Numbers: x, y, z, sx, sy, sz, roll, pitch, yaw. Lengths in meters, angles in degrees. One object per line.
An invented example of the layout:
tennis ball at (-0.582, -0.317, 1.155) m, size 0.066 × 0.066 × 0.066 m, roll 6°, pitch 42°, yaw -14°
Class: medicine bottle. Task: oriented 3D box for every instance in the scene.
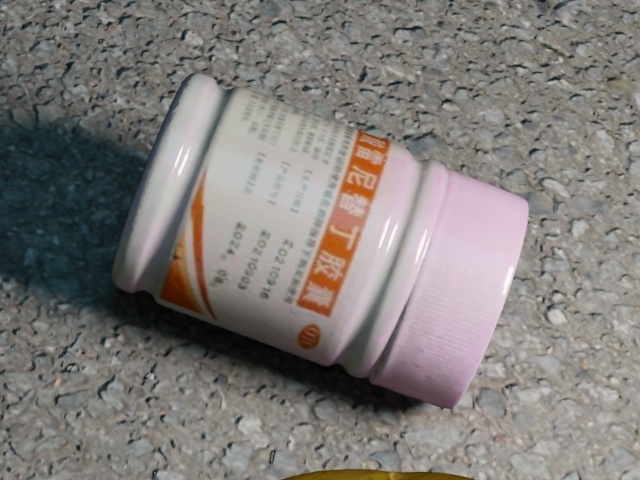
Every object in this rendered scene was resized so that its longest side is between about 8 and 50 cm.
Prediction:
medicine bottle at (0.000, 0.000, 1.529) m, size 0.316 × 0.202 × 0.202 m, roll 20°, pitch 50°, yaw -3°

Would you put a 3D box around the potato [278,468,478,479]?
potato at (0.101, 0.273, 1.386) m, size 0.369 × 0.176 × 0.195 m, roll 14°, pitch 68°, yaw 3°
